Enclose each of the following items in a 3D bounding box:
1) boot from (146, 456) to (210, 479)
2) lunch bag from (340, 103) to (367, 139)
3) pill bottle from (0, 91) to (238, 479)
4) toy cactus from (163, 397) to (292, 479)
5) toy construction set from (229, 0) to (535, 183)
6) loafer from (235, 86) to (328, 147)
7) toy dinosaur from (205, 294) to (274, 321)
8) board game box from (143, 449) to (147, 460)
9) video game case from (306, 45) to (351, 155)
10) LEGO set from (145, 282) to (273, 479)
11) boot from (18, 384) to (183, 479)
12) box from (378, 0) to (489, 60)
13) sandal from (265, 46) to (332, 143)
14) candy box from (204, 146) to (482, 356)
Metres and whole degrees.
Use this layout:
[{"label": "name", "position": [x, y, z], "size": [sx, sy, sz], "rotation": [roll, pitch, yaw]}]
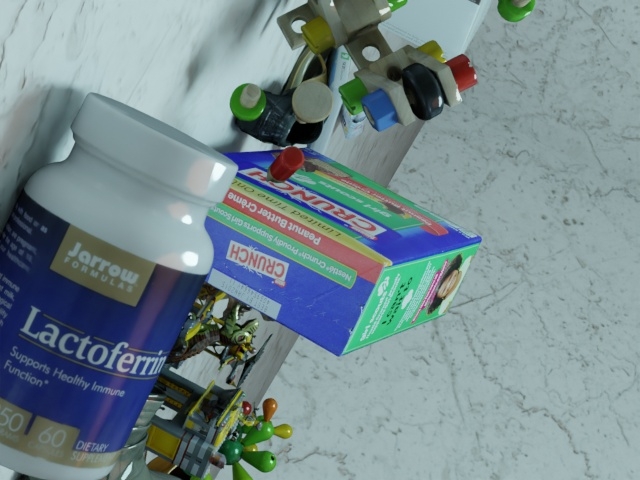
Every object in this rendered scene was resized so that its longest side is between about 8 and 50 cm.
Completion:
[{"label": "boot", "position": [-0.270, 0.429, 1.771], "size": [0.295, 0.104, 0.211], "rotation": [-61, -167, -28]}, {"label": "lunch bag", "position": [0.064, -0.233, 2.240], "size": [0.071, 0.053, 0.083], "rotation": [106, 3, -71]}, {"label": "pill bottle", "position": [-0.173, 0.034, 0.925], "size": [0.264, 0.153, 0.153], "rotation": [-64, 174, 6]}, {"label": "toy cactus", "position": [-0.145, 0.269, 1.641], "size": [0.219, 0.181, 0.112], "rotation": [-50, 147, -56]}, {"label": "toy construction set", "position": [0.022, -0.193, 1.306], "size": [0.309, 0.257, 0.237], "rotation": [-55, -176, -10]}, {"label": "loafer", "position": [-0.031, -0.148, 1.543], "size": [0.076, 0.078, 0.223], "rotation": [-63, 165, 14]}, {"label": "toy dinosaur", "position": [-0.088, 0.009, 1.764], "size": [0.296, 0.127, 0.200], "rotation": [143, -58, -65]}, {"label": "board game box", "position": [-0.288, 0.321, 1.703], "size": [0.146, 0.045, 0.193], "rotation": [-58, 173, -37]}, {"label": "video game case", "position": [0.013, -0.214, 1.767], "size": [0.212, 0.023, 0.193], "rotation": [111, -9, -51]}, {"label": "LEGO set", "position": [-0.128, 0.129, 1.521], "size": [0.255, 0.192, 0.331], "rotation": [-66, 174, 24]}, {"label": "boot", "position": [-0.209, 0.234, 1.377], "size": [0.246, 0.083, 0.161], "rotation": [20, 102, -49]}, {"label": "box", "position": [0.163, -0.383, 1.792], "size": [0.119, 0.181, 0.182], "rotation": [-59, 173, -28]}, {"label": "sandal", "position": [-0.022, -0.200, 1.662], "size": [0.180, 0.049, 0.072], "rotation": [-61, 174, -18]}, {"label": "candy box", "position": [0.000, 0.000, 1.395], "size": [0.317, 0.268, 0.122], "rotation": [-14, 129, -63]}]
